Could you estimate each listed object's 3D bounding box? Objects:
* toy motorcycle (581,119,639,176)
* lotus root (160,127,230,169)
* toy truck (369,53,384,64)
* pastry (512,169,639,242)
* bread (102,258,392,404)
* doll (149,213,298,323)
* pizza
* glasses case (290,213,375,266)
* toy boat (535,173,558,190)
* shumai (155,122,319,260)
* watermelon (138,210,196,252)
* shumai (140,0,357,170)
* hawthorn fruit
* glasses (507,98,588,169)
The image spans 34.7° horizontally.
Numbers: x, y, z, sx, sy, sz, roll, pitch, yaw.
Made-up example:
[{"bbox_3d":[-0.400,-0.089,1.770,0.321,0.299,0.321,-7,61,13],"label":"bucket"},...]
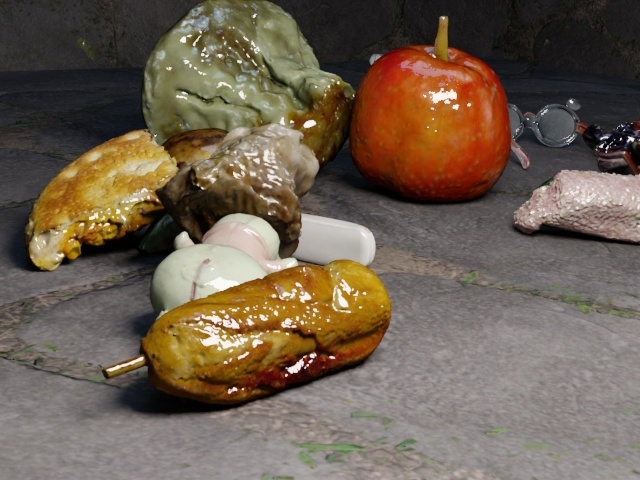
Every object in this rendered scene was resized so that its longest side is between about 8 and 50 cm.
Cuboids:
[{"bbox_3d":[0.550,-0.126,1.780,0.207,0.134,0.401,43,0,-14],"label":"toy motorcycle"},{"bbox_3d":[-0.185,-0.110,1.633,0.169,0.141,0.314,-6,16,-13],"label":"lotus root"},{"bbox_3d":[0.206,-0.367,2.506,0.161,0.177,0.213,-7,18,-33],"label":"toy truck"},{"bbox_3d":[0.438,-0.054,1.594,0.265,0.112,0.103,1,34,3],"label":"pastry"},{"bbox_3d":[-0.062,0.089,1.030,0.344,0.084,0.124,-12,46,-40],"label":"bread"},{"bbox_3d":[-0.117,0.041,1.178,0.154,0.113,0.275,12,18,12],"label":"doll"},{"bbox_3d":[-0.289,-0.060,1.451,0.226,0.086,0.335,0,31,18],"label":"pizza"},{"bbox_3d":[0.000,0.000,1.425,0.164,0.063,0.041,10,21,27],"label":"glasses case"},{"bbox_3d":[0.423,-0.071,1.749,0.104,0.052,0.210,29,26,15],"label":"toy boat"},{"bbox_3d":[-0.113,-0.082,1.351,0.218,0.185,0.184,25,-40,-37],"label":"shumai"},{"bbox_3d":[-0.218,-0.013,1.478,0.101,0.080,0.155,-38,30,-9],"label":"watermelon"},{"bbox_3d":[-0.105,-0.257,1.911,0.397,0.324,0.323,-19,41,-41],"label":"shumai"},{"bbox_3d":[0.196,-0.230,1.783,0.287,0.330,0.287,3,29,-1],"label":"hawthorn fruit"},{"bbox_3d":[0.491,-0.235,2.206,0.234,0.118,0.268,1,16,-10],"label":"glasses"}]
